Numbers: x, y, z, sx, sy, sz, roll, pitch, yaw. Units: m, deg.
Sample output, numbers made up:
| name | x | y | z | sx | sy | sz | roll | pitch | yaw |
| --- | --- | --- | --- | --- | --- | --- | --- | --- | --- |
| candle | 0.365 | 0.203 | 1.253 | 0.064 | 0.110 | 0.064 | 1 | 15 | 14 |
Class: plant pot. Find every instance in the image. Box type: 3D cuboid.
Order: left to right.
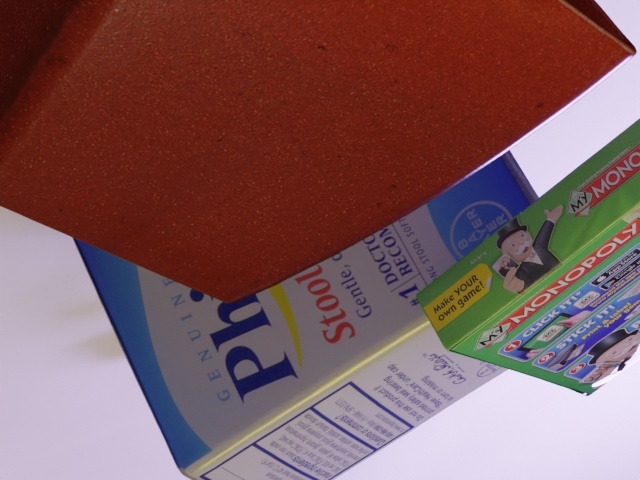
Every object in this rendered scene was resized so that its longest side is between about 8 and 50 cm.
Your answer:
| name | x | y | z | sx | sy | sz | roll | pitch | yaw |
| --- | --- | --- | --- | --- | --- | --- | --- | --- | --- |
| plant pot | -0.058 | -0.128 | 0.852 | 0.267 | 0.267 | 0.236 | 26 | 114 | -40 |

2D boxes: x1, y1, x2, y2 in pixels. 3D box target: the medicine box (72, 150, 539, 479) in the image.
| name | x | y | z | sx | sy | sz | roll | pitch | yaw |
| --- | --- | --- | --- | --- | --- | --- | --- | --- | --- |
| medicine box | 0.000 | 0.000 | 1.216 | 0.289 | 0.263 | 0.149 | -33 | 152 | 8 |

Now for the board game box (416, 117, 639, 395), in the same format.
| name | x | y | z | sx | sy | sz | roll | pitch | yaw |
| --- | --- | --- | --- | --- | --- | --- | --- | --- | --- |
| board game box | 0.235 | -0.025 | 1.057 | 0.317 | 0.046 | 0.213 | -39 | 150 | 18 |
